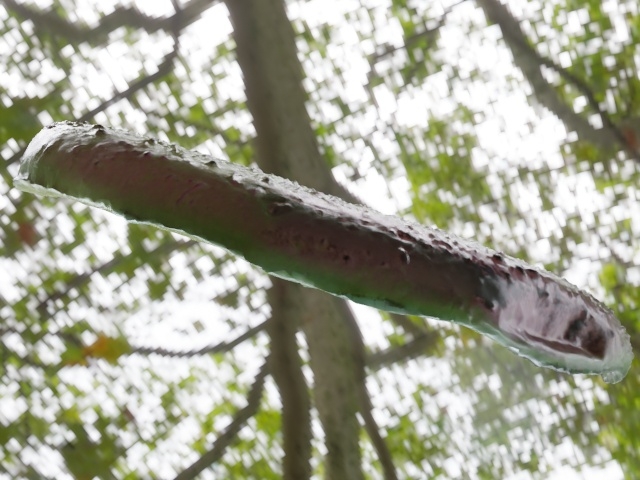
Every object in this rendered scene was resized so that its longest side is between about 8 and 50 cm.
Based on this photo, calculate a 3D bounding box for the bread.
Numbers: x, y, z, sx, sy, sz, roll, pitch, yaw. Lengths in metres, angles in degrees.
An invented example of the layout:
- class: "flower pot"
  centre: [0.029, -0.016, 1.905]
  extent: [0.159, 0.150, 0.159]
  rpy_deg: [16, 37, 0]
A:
- class: "bread"
  centre: [0.000, 0.000, 0.579]
  extent: [0.228, 0.228, 0.033]
  rpy_deg: [20, -88, 32]
